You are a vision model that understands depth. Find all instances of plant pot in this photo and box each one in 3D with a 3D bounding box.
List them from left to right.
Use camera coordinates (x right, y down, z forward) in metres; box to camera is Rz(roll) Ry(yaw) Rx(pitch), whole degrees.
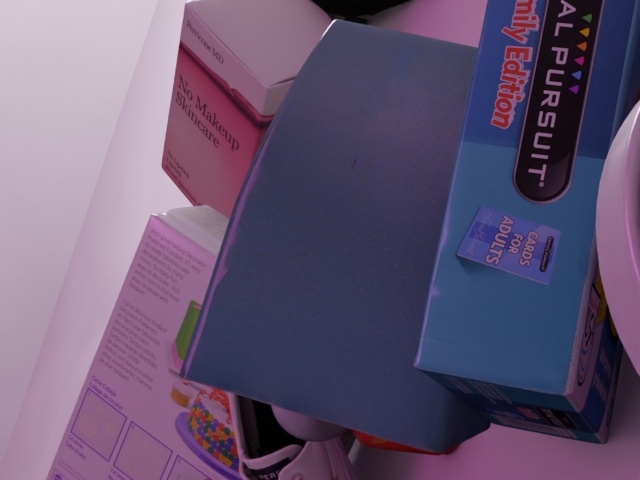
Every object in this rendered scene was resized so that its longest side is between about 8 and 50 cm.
[{"bbox_3d":[0.043,-0.009,0.863,0.166,0.166,0.234,9,-85,-73],"label":"plant pot"}]

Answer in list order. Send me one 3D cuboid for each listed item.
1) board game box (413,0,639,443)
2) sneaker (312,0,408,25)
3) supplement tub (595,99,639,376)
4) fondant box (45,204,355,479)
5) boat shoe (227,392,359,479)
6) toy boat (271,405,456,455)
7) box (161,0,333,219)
[{"bbox_3d":[0.146,-0.066,0.775,0.254,0.079,0.336,41,-120,-70],"label":"board game box"},{"bbox_3d":[0.033,-0.310,1.436,0.330,0.123,0.146,158,123,-67],"label":"sneaker"},{"bbox_3d":[0.245,-0.047,0.390,0.331,0.241,0.241,128,152,-62],"label":"supplement tub"},{"bbox_3d":[-0.099,0.168,1.248,0.096,0.238,0.330,-15,-47,-60],"label":"fondant box"},{"bbox_3d":[-0.023,0.177,1.094,0.096,0.088,0.267,-11,86,29],"label":"boat shoe"},{"bbox_3d":[0.025,0.237,0.974,0.267,0.148,0.318,132,148,-54],"label":"toy boat"},{"bbox_3d":[-0.065,-0.131,1.414,0.148,0.127,0.232,47,144,28],"label":"box"}]
